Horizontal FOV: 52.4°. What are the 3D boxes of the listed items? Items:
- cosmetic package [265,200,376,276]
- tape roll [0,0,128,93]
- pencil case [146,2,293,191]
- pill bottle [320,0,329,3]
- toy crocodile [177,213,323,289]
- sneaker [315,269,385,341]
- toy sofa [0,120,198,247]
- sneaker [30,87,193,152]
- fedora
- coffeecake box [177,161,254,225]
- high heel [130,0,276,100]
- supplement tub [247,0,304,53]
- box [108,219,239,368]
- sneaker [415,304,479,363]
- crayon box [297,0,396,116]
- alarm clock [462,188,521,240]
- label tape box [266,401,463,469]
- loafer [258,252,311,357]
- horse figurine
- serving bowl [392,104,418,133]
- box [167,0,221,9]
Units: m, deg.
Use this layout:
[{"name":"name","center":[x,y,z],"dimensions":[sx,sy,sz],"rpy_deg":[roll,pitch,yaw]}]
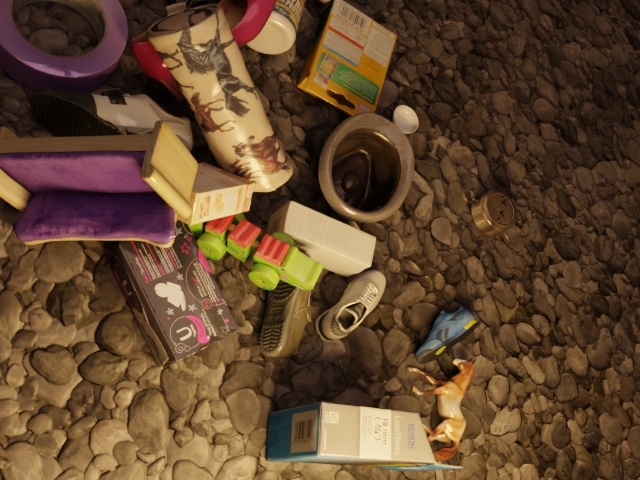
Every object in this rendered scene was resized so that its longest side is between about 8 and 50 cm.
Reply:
[{"name":"cosmetic package","center":[0.000,0.000,1.510],"dimensions":[0.231,0.117,0.085],"rpy_deg":[22,66,-23]},{"name":"tape roll","center":[-0.552,-0.446,1.366],"dimensions":[0.275,0.090,0.274],"rpy_deg":[9,69,-26]},{"name":"pencil case","center":[-0.205,-0.296,1.373],"dimensions":[0.160,0.183,0.410],"rpy_deg":[-32,121,-11]},{"name":"pill bottle","center":[-0.045,-0.771,1.720],"dimensions":[0.272,0.152,0.152],"rpy_deg":[36,60,-13]},{"name":"toy crocodile","center":[-0.155,0.005,1.397],"dimensions":[0.340,0.105,0.115],"rpy_deg":[28,60,7]},{"name":"sneaker","center":[0.091,0.149,1.525],"dimensions":[0.090,0.095,0.235],"rpy_deg":[48,56,-6]},{"name":"toy sofa","center":[-0.420,-0.099,1.170],"dimensions":[0.363,0.150,0.177],"rpy_deg":[1,64,17]},{"name":"sneaker","center":[-0.429,-0.255,1.370],"dimensions":[0.331,0.122,0.146],"rpy_deg":[18,48,-22]},{"name":"fedora","center":[0.095,-0.165,1.611],"dimensions":[0.244,0.124,0.275],"rpy_deg":[26,71,-17]},{"name":"coffeecake box","center":[-0.248,-0.099,1.312],"dimensions":[0.185,0.142,0.068],"rpy_deg":[-20,129,-58]},{"name":"high heel","center":[-0.244,-0.494,1.434],"dimensions":[0.377,0.127,0.181],"rpy_deg":[-53,147,-9]},{"name":"supplement tub","center":[-0.117,-0.584,1.621],"dimensions":[0.144,0.144,0.199],"rpy_deg":[21,65,-22]},{"name":"box","center":[-0.295,0.109,1.281],"dimensions":[0.142,0.163,0.247],"rpy_deg":[-24,86,-29]},{"name":"sneaker","center":[0.303,0.234,1.640],"dimensions":[0.209,0.069,0.082],"rpy_deg":[-30,61,-27]},{"name":"crayon box","center":[0.067,-0.458,1.719],"dimensions":[0.203,0.083,0.323],"rpy_deg":[26,62,-19]},{"name":"alarm clock","center":[0.479,-0.090,1.841],"dimensions":[0.192,0.064,0.129],"rpy_deg":[28,62,-15]},{"name":"label tape box","center":[0.088,0.412,1.349],"dimensions":[0.334,0.241,0.106],"rpy_deg":[13,66,-26]},{"name":"loafer","center":[-0.067,0.147,1.451],"dimensions":[0.087,0.094,0.251],"rpy_deg":[40,60,-46]},{"name":"horse figurine","center":[0.293,0.410,1.568],"dimensions":[0.174,0.066,0.263],"rpy_deg":[10,67,-20]},{"name":"serving bowl","center":[0.230,-0.331,1.799],"dimensions":[0.083,0.027,0.083],"rpy_deg":[9,70,-26]},{"name":"box","center":[-0.229,-0.623,1.487],"dimensions":[0.169,0.290,0.087],"rpy_deg":[-26,89,-35]}]
